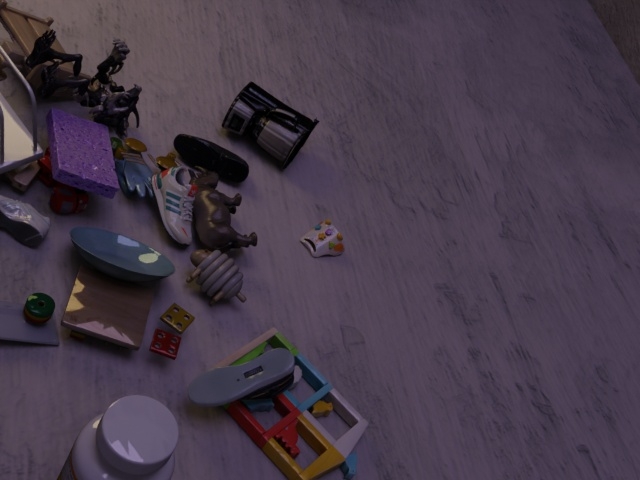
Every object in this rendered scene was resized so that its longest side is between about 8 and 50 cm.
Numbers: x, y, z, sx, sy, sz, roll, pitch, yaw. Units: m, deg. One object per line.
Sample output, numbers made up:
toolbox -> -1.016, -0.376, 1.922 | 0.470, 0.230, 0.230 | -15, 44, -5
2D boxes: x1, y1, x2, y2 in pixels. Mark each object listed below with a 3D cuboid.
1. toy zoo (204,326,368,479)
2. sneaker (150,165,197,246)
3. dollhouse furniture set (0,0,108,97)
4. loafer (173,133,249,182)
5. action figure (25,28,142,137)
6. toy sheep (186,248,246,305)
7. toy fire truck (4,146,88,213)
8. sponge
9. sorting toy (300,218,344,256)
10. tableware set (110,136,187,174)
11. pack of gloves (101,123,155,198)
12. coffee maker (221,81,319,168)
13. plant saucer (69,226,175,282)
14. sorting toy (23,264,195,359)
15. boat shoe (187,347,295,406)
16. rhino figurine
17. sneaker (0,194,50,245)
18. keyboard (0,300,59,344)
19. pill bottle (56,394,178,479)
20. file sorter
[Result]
toy zoo -> -0.045, 0.297, 1.553 | 0.293, 0.030, 0.192 | 45, 42, 14
sneaker -> -0.267, -0.070, 1.718 | 0.057, 0.075, 0.161 | 27, 39, -65
dollhouse furniture set -> -0.654, -0.394, 1.839 | 0.303, 0.174, 0.355 | 55, 21, 23
loafer -> -0.230, -0.177, 1.898 | 0.170, 0.062, 0.061 | 29, 18, -9
action figure -> -0.428, -0.303, 1.759 | 0.276, 0.141, 0.164 | 18, 50, -55
toy sheep -> -0.188, 0.068, 1.654 | 0.132, 0.091, 0.091 | 47, 40, -5
toy fire truck -> -0.524, -0.124, 1.654 | 0.135, 0.047, 0.192 | -12, 57, -40
sponge -> -0.440, -0.164, 1.656 | 0.117, 0.031, 0.210 | 19, 31, -33
sorting toy -> 0.000, 0.000, 1.881 | 0.075, 0.045, 0.083 | -30, 68, -26
tableware set -> -0.349, -0.167, 1.790 | 0.154, 0.024, 0.104 | 6, 34, -46
pack of gloves -> -0.427, -0.155, 1.746 | 0.195, 0.046, 0.232 | 10, 36, -43
coffee maker -> -0.115, -0.264, 2.024 | 0.178, 0.120, 0.171 | 34, 17, -1
plant saucer -> -0.352, 0.033, 1.576 | 0.195, 0.037, 0.195 | 23, 10, -4
sorting toy -> -0.352, 0.125, 1.515 | 0.275, 0.046, 0.132 | 20, 41, -16
boat shoe -> -0.126, 0.243, 1.489 | 0.183, 0.083, 0.065 | -18, 56, -11
rhino figurine -> -0.212, -0.067, 1.778 | 0.106, 0.073, 0.243 | -5, 49, -26
sneaker -> -0.543, -0.049, 1.571 | 0.152, 0.053, 0.061 | 34, 31, -8
keyboard -> -0.530, 0.120, 1.398 | 0.256, 0.014, 0.072 | 13, 47, -38
pill bottle -> -0.278, 0.316, 1.218 | 0.136, 0.245, 0.136 | 18, 42, -17
file sorter -> -0.643, -0.211, 1.526 | 0.278, 0.173, 0.193 | -27, 68, -32
